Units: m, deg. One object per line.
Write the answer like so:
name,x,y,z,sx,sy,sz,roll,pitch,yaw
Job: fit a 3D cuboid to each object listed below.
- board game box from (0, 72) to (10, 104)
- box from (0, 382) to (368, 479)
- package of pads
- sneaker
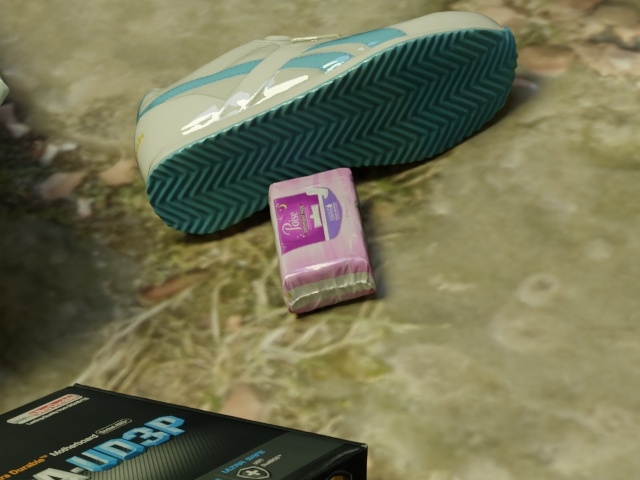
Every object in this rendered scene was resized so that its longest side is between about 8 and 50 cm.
board game box,-0.374,-0.041,1.051,0.390,0.050,0.390,-37,30,-1
box,-0.104,0.126,0.836,0.175,0.051,0.220,8,14,29
package of pads,0.000,0.000,1.032,0.050,0.032,0.083,-13,43,2
sneaker,0.001,-0.086,1.084,0.228,0.087,0.092,-18,40,-5
